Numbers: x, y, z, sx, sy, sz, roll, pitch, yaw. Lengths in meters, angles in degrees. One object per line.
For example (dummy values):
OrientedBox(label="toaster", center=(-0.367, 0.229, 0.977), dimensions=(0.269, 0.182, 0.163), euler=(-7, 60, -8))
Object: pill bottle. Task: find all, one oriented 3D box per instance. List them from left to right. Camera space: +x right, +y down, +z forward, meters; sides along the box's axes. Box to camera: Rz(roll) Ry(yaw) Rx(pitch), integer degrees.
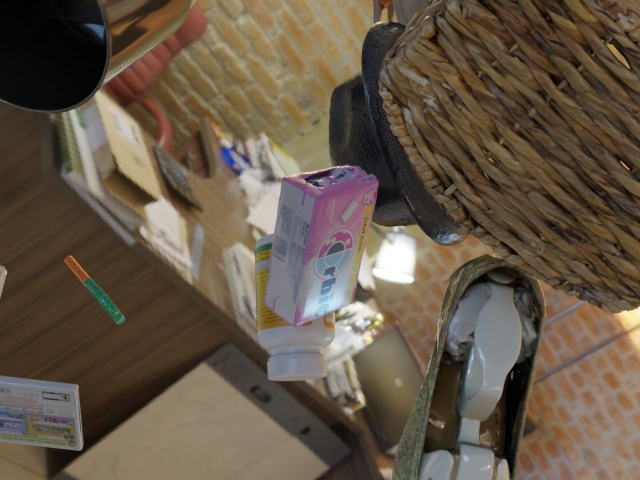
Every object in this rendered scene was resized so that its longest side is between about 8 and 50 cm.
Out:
OrientedBox(label="pill bottle", center=(-0.038, 0.100, 1.188), dimensions=(0.117, 0.117, 0.209), euler=(33, 51, -66))

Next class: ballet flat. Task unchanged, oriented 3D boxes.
OrientedBox(label="ballet flat", center=(0.144, 0.173, 0.757), dimensions=(0.123, 0.123, 0.349), euler=(41, 59, -57))

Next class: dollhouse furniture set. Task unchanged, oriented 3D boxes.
OrientedBox(label="dollhouse furniture set", center=(0.203, -0.428, 1.315), dimensions=(0.259, 0.262, 0.135), euler=(-42, 128, -57))

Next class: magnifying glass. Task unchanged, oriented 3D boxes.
OrientedBox(label="magnifying glass", center=(-0.522, 0.111, 1.845), dimensions=(0.231, 0.026, 0.092), euler=(39, -21, 29))

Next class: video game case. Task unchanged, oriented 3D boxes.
OrientedBox(label="video game case", center=(-0.606, 0.358, 1.663), dimensions=(0.023, 0.212, 0.193), euler=(-86, -176, -53))

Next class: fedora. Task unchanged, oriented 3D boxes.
OrientedBox(label="fedora", center=(0.107, -0.140, 1.170), dimensions=(0.334, 0.152, 0.334), euler=(29, 52, -45))

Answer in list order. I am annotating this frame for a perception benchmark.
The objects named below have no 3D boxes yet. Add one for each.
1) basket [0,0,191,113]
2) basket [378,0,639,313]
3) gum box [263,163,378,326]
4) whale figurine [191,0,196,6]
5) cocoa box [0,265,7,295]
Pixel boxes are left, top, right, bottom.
OrientedBox(label="basket", center=(-0.222, -0.228, 0.729), dimensions=(0.204, 0.154, 0.227), euler=(37, 28, 0))
OrientedBox(label="basket", center=(0.211, -0.114, 0.684), dimensions=(0.299, 0.213, 0.223), euler=(42, 34, -9))
OrientedBox(label="gum box", center=(0.000, 0.000, 0.980), dimensions=(0.107, 0.188, 0.062), euler=(-17, 38, -42))
OrientedBox(label="whale figurine", center=(-0.318, -0.458, 1.291), dimensions=(0.216, 0.141, 0.272), euler=(40, -1, 38))
OrientedBox(label="cocoa box", center=(-0.601, 0.097, 0.941), dimensions=(0.231, 0.347, 0.228), euler=(27, 74, -68))
